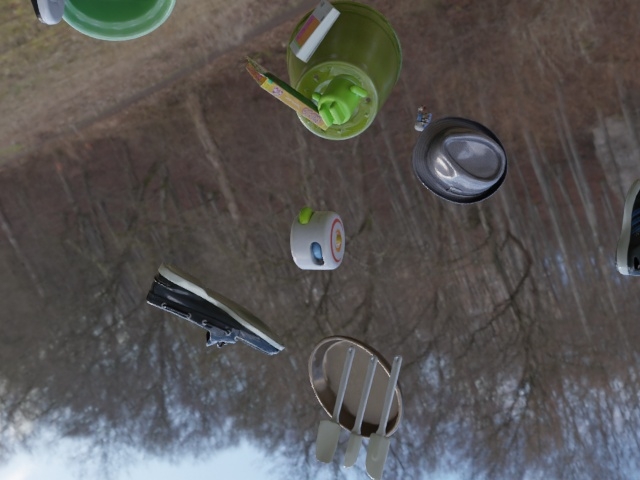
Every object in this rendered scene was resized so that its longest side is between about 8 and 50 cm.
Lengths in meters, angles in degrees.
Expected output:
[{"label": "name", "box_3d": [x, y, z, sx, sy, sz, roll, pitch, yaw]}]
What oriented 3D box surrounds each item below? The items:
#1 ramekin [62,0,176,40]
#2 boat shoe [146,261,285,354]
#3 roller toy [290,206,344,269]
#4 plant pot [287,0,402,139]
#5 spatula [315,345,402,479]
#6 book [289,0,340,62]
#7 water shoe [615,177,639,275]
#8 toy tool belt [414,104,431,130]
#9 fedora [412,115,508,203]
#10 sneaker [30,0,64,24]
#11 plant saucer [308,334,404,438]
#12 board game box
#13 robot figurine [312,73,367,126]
[{"label": "ramekin", "box_3d": [-0.531, -0.675, 1.786, 0.304, 0.148, 0.303, -14, 153, -7]}, {"label": "boat shoe", "box_3d": [-0.244, 0.184, 1.597, 0.113, 0.340, 0.127, -55, -162, 2]}, {"label": "roller toy", "box_3d": [0.000, 0.000, 2.279, 0.146, 0.191, 0.209, 0, 166, 19]}, {"label": "plant pot", "box_3d": [0.057, -0.477, 2.072, 0.367, 0.366, 0.353, -20, -151, 19]}, {"label": "spatula", "box_3d": [0.077, 0.334, 1.386, 0.168, 0.019, 0.242, 4, -103, 43]}, {"label": "book", "box_3d": [-0.018, -0.521, 1.724, 0.144, 0.035, 0.096, -51, -146, 18]}, {"label": "water shoe", "box_3d": [0.636, -0.024, 1.368, 0.080, 0.073, 0.203, 7, -106, 34]}, {"label": "toy tool belt", "box_3d": [0.333, -0.383, 2.207, 0.051, 0.083, 0.052, 19, -157, 26]}, {"label": "fedora", "box_3d": [0.405, -0.230, 1.956, 0.243, 0.275, 0.124, -59, -177, -3]}, {"label": "sneaker", "box_3d": [-0.533, -0.475, 1.239, 0.121, 0.216, 0.079, -11, 175, 8]}, {"label": "plant saucer", "box_3d": [0.089, 0.348, 1.685, 0.278, 0.277, 0.041, -10, -166, 43]}, {"label": "board game box", "box_3d": [-0.089, -0.382, 1.817, 0.039, 0.259, 0.124, -48, -139, 12]}, {"label": "robot figurine", "box_3d": [0.037, -0.265, 1.309, 0.101, 0.067, 0.115, -5, -137, 38]}]
